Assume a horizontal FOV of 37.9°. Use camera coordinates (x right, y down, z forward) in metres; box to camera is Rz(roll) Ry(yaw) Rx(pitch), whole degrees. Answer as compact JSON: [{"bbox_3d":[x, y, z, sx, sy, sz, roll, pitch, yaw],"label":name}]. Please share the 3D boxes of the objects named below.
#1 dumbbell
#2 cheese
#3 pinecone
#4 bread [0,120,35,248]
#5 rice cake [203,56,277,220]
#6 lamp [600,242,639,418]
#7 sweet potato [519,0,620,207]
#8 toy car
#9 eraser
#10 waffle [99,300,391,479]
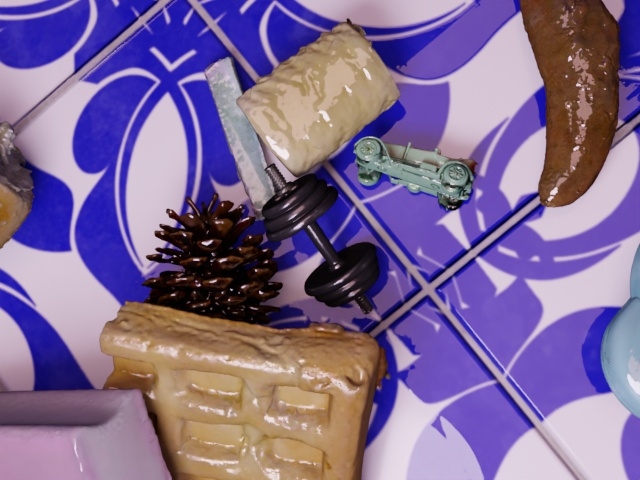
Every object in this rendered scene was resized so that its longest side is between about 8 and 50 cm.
[{"bbox_3d":[0.000,0.000,1.067,0.099,0.099,0.208,-33,104,6],"label":"dumbbell"},{"bbox_3d":[-0.001,-0.165,1.088,0.167,0.094,0.123,-37,104,-1],"label":"cheese"},{"bbox_3d":[-0.128,0.027,1.073,0.163,0.163,0.165,-10,76,9],"label":"pinecone"},{"bbox_3d":[-0.457,-0.058,1.132,0.246,0.176,0.195,-41,67,7],"label":"bread"},{"bbox_3d":[-0.095,-0.125,1.143,0.043,0.034,0.211,-19,81,-1],"label":"rice cake"},{"bbox_3d":[0.415,0.070,0.974,0.209,0.147,0.284,44,94,9],"label":"lamp"},{"bbox_3d":[0.283,-0.211,1.054,0.114,0.092,0.342,-10,82,26],"label":"sweet potato"},{"bbox_3d":[0.109,-0.083,1.085,0.143,0.073,0.054,18,72,12],"label":"toy car"},{"bbox_3d":[-0.324,0.303,1.009,0.359,0.122,0.272,-6,106,30],"label":"eraser"},{"bbox_3d":[-0.091,0.239,1.014,0.304,0.077,0.348,10,116,10],"label":"waffle"}]
